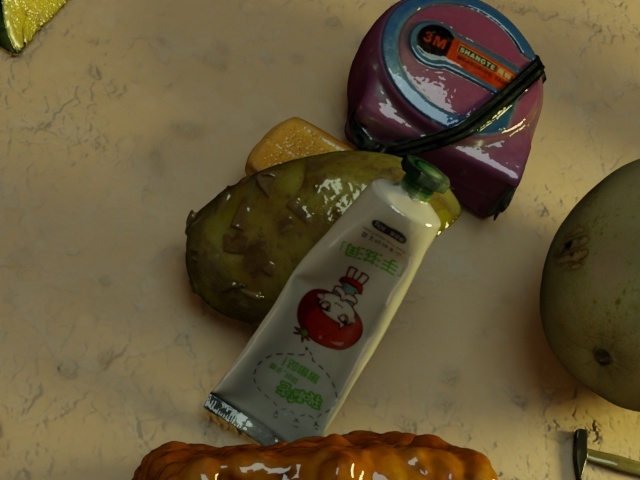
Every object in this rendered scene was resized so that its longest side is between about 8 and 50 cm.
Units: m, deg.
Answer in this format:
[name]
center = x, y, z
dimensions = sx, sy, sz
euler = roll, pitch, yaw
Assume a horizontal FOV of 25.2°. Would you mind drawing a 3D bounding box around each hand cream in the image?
[hand cream]
center = 0.017, 0.067, 1.401
dimensions = 0.121, 0.336, 0.076
euler = 32, 17, -2

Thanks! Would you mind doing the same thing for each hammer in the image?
[hammer]
center = 0.368, 0.258, 1.554
dimensions = 0.199, 0.013, 0.062
euler = 16, 54, -6

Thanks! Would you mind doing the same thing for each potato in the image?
[potato]
center = 0.000, 0.000, 1.481
dimensions = 0.298, 0.176, 0.141
euler = -14, 13, 16

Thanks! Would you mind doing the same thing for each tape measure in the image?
[tape measure]
center = 0.143, -0.165, 1.690
dimensions = 0.231, 0.149, 0.245
euler = 26, 61, -3

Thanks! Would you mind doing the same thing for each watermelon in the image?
[watermelon]
center = -0.353, -0.303, 1.687
dimensions = 0.092, 0.075, 0.181
euler = 57, 47, -33

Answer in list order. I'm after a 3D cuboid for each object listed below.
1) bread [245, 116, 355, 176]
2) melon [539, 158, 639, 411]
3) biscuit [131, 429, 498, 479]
[bread]
center = 0.013, -0.052, 1.608
dimensions = 0.200, 0.077, 0.116
euler = 33, 55, 8
[melon]
center = 0.382, 0.039, 1.549
dimensions = 0.268, 0.268, 0.330
euler = 40, 50, 11
[biscuit]
center = -0.010, 0.230, 1.281
dimensions = 0.318, 0.312, 0.111
euler = -2, 87, -13
